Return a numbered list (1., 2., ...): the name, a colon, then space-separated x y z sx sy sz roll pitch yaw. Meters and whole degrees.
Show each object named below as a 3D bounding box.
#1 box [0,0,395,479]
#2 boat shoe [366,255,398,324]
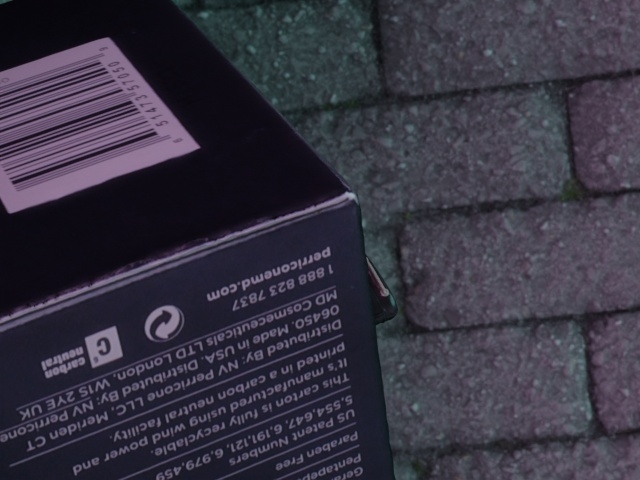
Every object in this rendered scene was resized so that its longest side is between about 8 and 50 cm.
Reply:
1. box: -0.111 0.100 0.990 0.293 0.212 0.395 48 -26 51
2. boat shoe: 0.000 0.000 0.962 0.046 0.038 0.125 90 -26 -50
